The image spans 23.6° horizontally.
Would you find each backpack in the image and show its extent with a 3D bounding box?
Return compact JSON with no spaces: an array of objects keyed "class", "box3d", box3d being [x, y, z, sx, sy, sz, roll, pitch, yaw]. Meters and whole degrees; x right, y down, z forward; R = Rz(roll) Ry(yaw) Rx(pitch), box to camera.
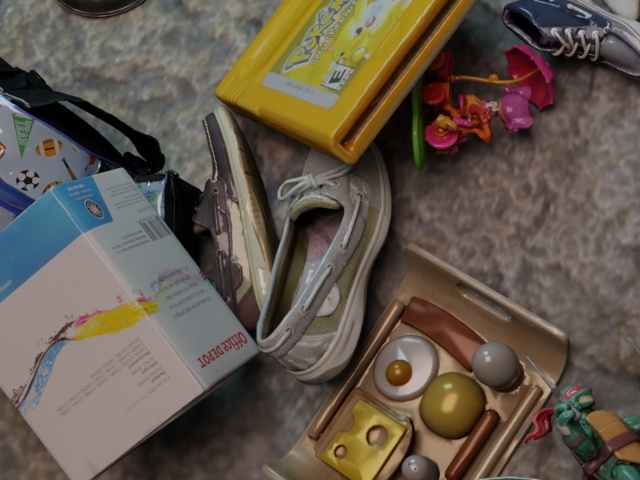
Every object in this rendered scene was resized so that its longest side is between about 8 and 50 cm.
[{"class":"backpack","box3d":[-0.191,-0.014,1.834,0.084,0.105,0.114,-8,70,23]},{"class":"backpack","box3d":[-0.372,-0.112,1.848,0.276,0.263,0.213,31,84,26]}]

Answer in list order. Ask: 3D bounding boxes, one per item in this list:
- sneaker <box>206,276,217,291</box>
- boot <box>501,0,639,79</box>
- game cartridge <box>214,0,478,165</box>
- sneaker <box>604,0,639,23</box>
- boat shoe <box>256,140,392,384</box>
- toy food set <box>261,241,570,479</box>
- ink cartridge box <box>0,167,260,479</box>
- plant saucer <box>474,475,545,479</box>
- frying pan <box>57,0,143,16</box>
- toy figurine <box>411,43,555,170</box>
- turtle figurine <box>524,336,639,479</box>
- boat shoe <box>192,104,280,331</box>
[{"class":"sneaker","box3d":[-0.204,0.073,1.820,0.166,0.076,0.065,-13,67,15]},{"class":"boot","box3d":[0.296,-0.225,1.736,0.086,0.069,0.190,-29,49,-28]},{"class":"game cartridge","box3d":[0.032,-0.243,1.781,0.285,0.052,0.323,-53,33,-5]},{"class":"sneaker","box3d":[0.423,-0.323,1.740,0.232,0.090,0.115,-36,69,15]},{"class":"boat shoe","box3d":[-0.002,0.002,1.727,0.118,0.103,0.320,-13,53,40]},{"class":"toy food set","box3d":[0.100,0.180,1.656,0.219,0.092,0.306,31,83,27]},{"class":"ink cartridge box","box3d":[-0.241,0.092,1.690,0.197,0.198,0.270,-38,87,17]},{"class":"plant saucer","box3d":[0.192,0.397,1.535,0.317,0.044,0.318,-2,79,8]},{"class":"frying pan","box3d":[-0.335,-0.424,2.078,0.326,0.053,0.197,32,83,24]},{"class":"toy figurine","box3d":[0.187,-0.163,1.742,0.159,0.130,0.173,-2,61,10]},{"class":"turtle figurine","box3d":[0.311,0.203,1.561,0.175,0.118,0.234,-21,58,-34]},{"class":"boat shoe","box3d":[-0.107,-0.024,1.808,0.092,0.103,0.285,-19,71,8]}]
